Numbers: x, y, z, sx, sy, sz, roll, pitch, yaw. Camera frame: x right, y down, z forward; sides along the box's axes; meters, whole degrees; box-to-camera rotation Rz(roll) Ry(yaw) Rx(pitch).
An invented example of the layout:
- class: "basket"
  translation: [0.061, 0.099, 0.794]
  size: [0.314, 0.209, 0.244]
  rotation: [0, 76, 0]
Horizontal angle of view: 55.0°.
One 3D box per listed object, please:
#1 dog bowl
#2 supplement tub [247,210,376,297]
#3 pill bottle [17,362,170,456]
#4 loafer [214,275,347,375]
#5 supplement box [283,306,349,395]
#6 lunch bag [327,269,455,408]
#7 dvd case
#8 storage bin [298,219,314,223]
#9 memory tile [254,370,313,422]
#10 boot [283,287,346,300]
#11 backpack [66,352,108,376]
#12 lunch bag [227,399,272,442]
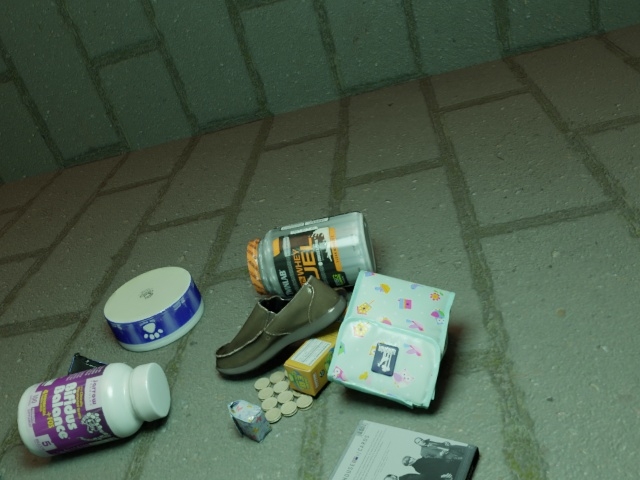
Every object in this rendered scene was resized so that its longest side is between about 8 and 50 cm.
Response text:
- class: "dog bowl"
  translation: [-0.474, 0.191, 1.759]
  size: [0.264, 0.104, 0.265]
  rotation: [-14, 30, 8]
- class: "supplement tub"
  translation: [-0.022, 0.043, 1.632]
  size: [0.316, 0.194, 0.193]
  rotation: [-12, 30, 10]
- class: "pill bottle"
  translation: [-0.506, 0.375, 1.397]
  size: [0.301, 0.169, 0.169]
  rotation: [-16, 29, 5]
- class: "loafer"
  translation: [-0.113, 0.190, 1.444]
  size: [0.366, 0.130, 0.134]
  rotation: [-32, 7, 17]
- class: "supplement box"
  translation: [0.019, 0.247, 1.405]
  size: [0.080, 0.078, 0.233]
  rotation: [12, 37, 38]
- class: "lunch bag"
  translation: [0.151, 0.213, 1.294]
  size: [0.223, 0.160, 0.262]
  rotation: [14, 47, 12]
- class: "dvd case"
  translation: [0.143, 0.419, 1.106]
  size: [0.238, 0.030, 0.179]
  rotation: [3, 35, 33]
- class: "storage bin"
  translation: [0.000, 0.000, 1.850]
  size: [0.135, 0.098, 0.091]
  rotation: [-5, 59, 21]
- class: "memory tile"
  translation: [-0.083, 0.342, 1.379]
  size: [0.113, 0.012, 0.148]
  rotation: [-22, 29, -7]
- class: "boot"
  translation: [-0.045, 0.164, 1.591]
  size: [0.219, 0.082, 0.106]
  rotation: [-28, 33, -13]
- class: "backpack"
  translation: [-0.580, 0.353, 1.549]
  size: [0.114, 0.084, 0.105]
  rotation: [19, 25, -19]
- class: "lunch bag"
  translation: [-0.155, 0.379, 1.296]
  size: [0.083, 0.071, 0.053]
  rotation: [12, 45, 38]
